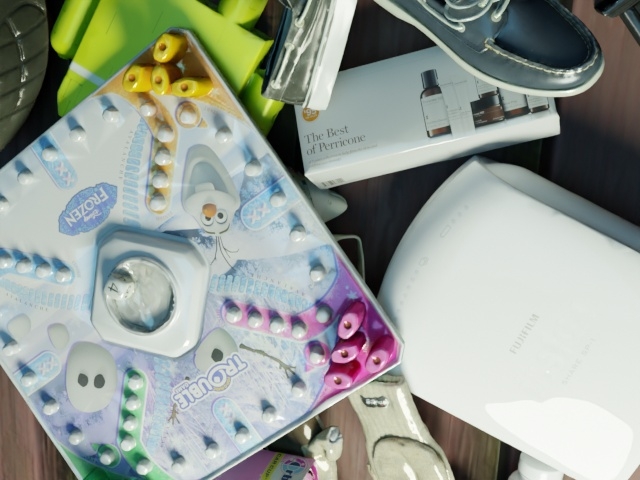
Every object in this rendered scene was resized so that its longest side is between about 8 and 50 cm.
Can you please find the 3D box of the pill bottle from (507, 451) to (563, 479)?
[{"bbox_3d":[0.230,0.287,0.958,0.065,0.065,0.116,9,107,8],"label":"pill bottle"}]

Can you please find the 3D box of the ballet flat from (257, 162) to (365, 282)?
[{"bbox_3d":[0.000,0.000,0.920,0.079,0.077,0.221,-23,107,-2],"label":"ballet flat"}]

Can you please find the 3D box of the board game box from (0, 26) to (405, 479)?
[{"bbox_3d":[-0.179,0.056,0.886,0.390,0.050,0.390,-35,89,17],"label":"board game box"}]

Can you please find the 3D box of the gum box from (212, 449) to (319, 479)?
[{"bbox_3d":[-0.052,0.328,0.999,0.107,0.062,0.188,4,120,23],"label":"gum box"}]

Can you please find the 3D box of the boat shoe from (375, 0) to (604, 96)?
[{"bbox_3d":[0.135,-0.217,0.776,0.254,0.079,0.095,41,79,20],"label":"boat shoe"}]

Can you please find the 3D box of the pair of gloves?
[{"bbox_3d":[0.033,0.228,0.957,0.240,0.042,0.204,-13,110,40],"label":"pair of gloves"}]

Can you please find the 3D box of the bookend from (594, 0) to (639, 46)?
[{"bbox_3d":[0.356,-0.191,0.785,0.157,0.072,0.156,-34,98,19],"label":"bookend"}]

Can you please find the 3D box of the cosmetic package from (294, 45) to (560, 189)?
[{"bbox_3d":[0.097,-0.127,0.843,0.239,0.060,0.099,-13,74,14],"label":"cosmetic package"}]

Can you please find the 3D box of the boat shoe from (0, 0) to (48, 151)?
[{"bbox_3d":[-0.347,-0.242,0.893,0.120,0.122,0.324,30,110,41],"label":"boat shoe"}]

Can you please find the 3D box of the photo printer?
[{"bbox_3d":[0.213,0.077,0.874,0.307,0.107,0.256,28,110,2],"label":"photo printer"}]

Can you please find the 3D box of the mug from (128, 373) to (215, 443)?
[{"bbox_3d":[-0.145,0.192,0.980,0.157,0.097,0.129,4,102,14],"label":"mug"}]

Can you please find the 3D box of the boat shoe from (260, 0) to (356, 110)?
[{"bbox_3d":[-0.006,-0.219,0.768,0.070,0.078,0.219,8,117,-11],"label":"boat shoe"}]

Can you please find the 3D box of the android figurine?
[{"bbox_3d":[-0.159,-0.170,0.901,0.248,0.056,0.273,29,109,1],"label":"android figurine"}]
